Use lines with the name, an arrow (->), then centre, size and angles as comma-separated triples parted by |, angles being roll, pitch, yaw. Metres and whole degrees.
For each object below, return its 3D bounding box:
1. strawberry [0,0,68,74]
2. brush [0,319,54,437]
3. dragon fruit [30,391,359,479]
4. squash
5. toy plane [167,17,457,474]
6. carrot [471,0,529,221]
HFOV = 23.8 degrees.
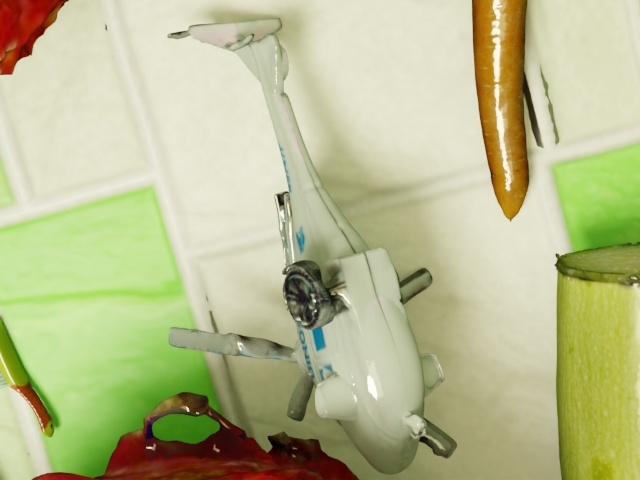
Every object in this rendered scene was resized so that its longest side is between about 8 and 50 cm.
strawberry -> -0.301, -0.174, 0.801 | 0.343, 0.292, 0.292 | -31, 99, -11
brush -> -0.193, 0.090, 0.957 | 0.021, 0.019, 0.083 | -25, 100, 16
dragon fruit -> -0.046, 0.263, 0.865 | 0.386, 0.249, 0.371 | 15, 120, -12
squash -> 0.209, 0.126, 0.899 | 0.132, 0.132, 0.247 | -4, 101, 2
toy plane -> 0.009, -0.004, 0.871 | 0.182, 0.107, 0.273 | 6, 76, -27
carrot -> 0.109, -0.105, 0.907 | 0.037, 0.037, 0.190 | -2, 105, 2
